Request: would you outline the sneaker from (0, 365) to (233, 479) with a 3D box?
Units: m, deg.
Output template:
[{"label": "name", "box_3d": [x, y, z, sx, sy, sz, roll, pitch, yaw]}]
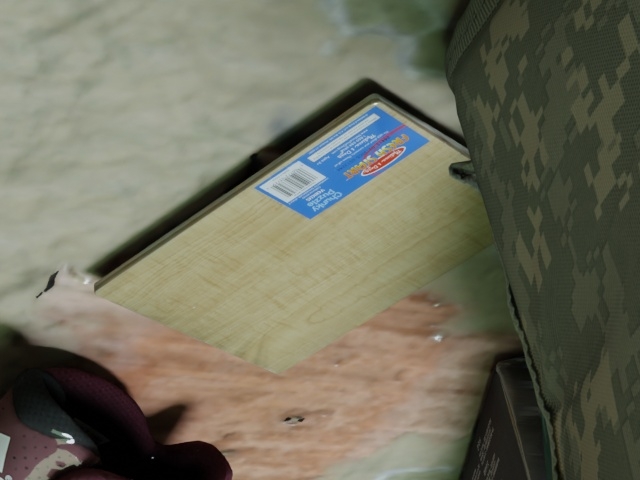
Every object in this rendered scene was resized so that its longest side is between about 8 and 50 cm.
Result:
[{"label": "sneaker", "box_3d": [-0.160, 0.102, 0.649, 0.281, 0.106, 0.162, -2, 140, -32]}]

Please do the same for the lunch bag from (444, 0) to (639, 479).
[{"label": "lunch bag", "box_3d": [0.157, -0.025, 0.427, 0.169, 0.235, 0.287, 17, 136, -35]}]

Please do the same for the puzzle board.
[{"label": "puzzle board", "box_3d": [0.000, 0.000, 0.615, 0.128, 0.011, 0.096, -33, 140, 27]}]

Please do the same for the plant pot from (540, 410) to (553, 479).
[{"label": "plant pot", "box_3d": [0.194, 0.064, 0.601, 0.234, 0.165, 0.165, -5, 110, 4]}]

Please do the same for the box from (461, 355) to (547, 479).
[{"label": "box", "box_3d": [0.182, 0.150, 0.836, 0.243, 0.076, 0.307, -7, 146, -9]}]
